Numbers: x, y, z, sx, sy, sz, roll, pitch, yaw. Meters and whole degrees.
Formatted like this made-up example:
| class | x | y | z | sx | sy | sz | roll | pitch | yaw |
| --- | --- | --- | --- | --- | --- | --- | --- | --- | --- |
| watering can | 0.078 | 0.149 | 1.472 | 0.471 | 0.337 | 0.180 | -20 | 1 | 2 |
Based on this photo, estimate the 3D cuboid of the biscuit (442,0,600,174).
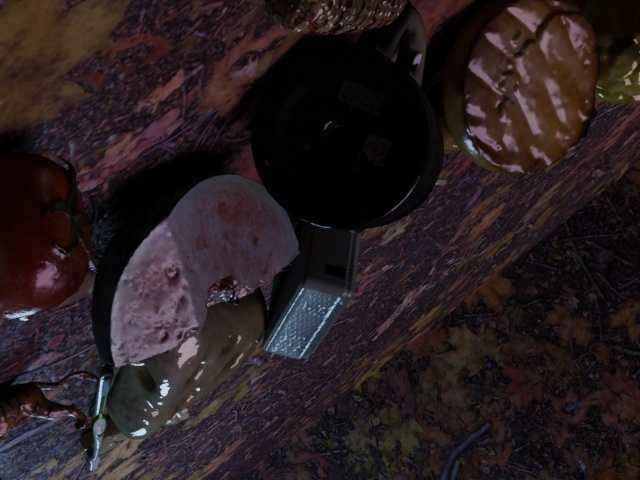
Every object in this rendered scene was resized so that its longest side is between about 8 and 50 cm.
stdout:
| class | x | y | z | sx | sy | sz | roll | pitch | yaw |
| --- | --- | --- | --- | --- | --- | --- | --- | --- | --- |
| biscuit | 0.313 | -0.250 | 1.808 | 0.296 | 0.102 | 0.296 | -11 | 110 | -32 |

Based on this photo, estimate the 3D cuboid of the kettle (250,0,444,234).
| class | x | y | z | sx | sy | sz | roll | pitch | yaw |
| --- | --- | --- | --- | --- | --- | --- | --- | --- | --- |
| kettle | 0.071 | -0.164 | 1.540 | 0.324 | 0.228 | 0.321 | 5 | 101 | -76 |

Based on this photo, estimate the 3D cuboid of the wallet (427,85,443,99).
| class | x | y | z | sx | sy | sz | roll | pitch | yaw |
| --- | --- | --- | --- | --- | --- | --- | --- | --- | --- |
| wallet | 0.187 | -0.206 | 1.969 | 0.250 | 0.044 | 0.149 | -37 | 168 | -16 |

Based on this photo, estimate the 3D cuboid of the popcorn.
| class | x | y | z | sx | sy | sz | roll | pitch | yaw |
| --- | --- | --- | --- | --- | --- | --- | --- | --- | --- |
| popcorn | 0.527 | -0.367 | 1.954 | 0.215 | 0.252 | 0.286 | 106 | 3 | -80 |

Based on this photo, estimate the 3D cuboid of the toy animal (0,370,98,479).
| class | x | y | z | sx | sy | sz | roll | pitch | yaw |
| --- | --- | --- | --- | --- | --- | --- | --- | --- | --- |
| toy animal | -0.431 | 0.241 | 1.638 | 0.255 | 0.114 | 0.116 | -33 | 121 | -44 |

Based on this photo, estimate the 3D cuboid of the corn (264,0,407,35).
| class | x | y | z | sx | sy | sz | roll | pitch | yaw |
| --- | --- | --- | --- | --- | --- | --- | --- | --- | --- |
| corn | 0.029 | -0.275 | 1.294 | 0.086 | 0.086 | 0.253 | -49 | 164 | 28 |

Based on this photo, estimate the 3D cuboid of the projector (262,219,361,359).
| class | x | y | z | sx | sy | sz | roll | pitch | yaw |
| --- | --- | --- | --- | --- | --- | --- | --- | --- | --- |
| projector | -0.011 | 0.066 | 1.961 | 0.257 | 0.099 | 0.192 | 120 | -19 | -53 |

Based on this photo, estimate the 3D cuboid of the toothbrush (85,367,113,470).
| class | x | y | z | sx | sy | sz | roll | pitch | yaw |
| --- | --- | --- | --- | --- | --- | --- | --- | --- | --- |
| toothbrush | -0.382 | 0.313 | 1.991 | 0.030 | 0.030 | 0.304 | -30 | 154 | -36 |

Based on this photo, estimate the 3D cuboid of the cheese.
| class | x | y | z | sx | sy | sz | roll | pitch | yaw |
| --- | --- | --- | --- | --- | --- | --- | --- | --- | --- |
| cheese | -0.188 | 0.146 | 1.875 | 0.328 | 0.129 | 0.351 | -37 | 165 | -37 |

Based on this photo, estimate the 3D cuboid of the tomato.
| class | x | y | z | sx | sy | sz | roll | pitch | yaw |
| --- | --- | --- | --- | --- | --- | --- | --- | --- | --- |
| tomato | -0.301 | -0.005 | 1.131 | 0.167 | 0.167 | 0.167 | -38 | 165 | -12 |

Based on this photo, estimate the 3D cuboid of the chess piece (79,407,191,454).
| class | x | y | z | sx | sy | sz | roll | pitch | yaw |
| --- | --- | --- | --- | --- | --- | --- | --- | --- | --- |
| chess piece | -0.347 | 0.336 | 2.135 | 0.200 | 0.090 | 0.090 | -28 | 163 | -8 |

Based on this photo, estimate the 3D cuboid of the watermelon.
| class | x | y | z | sx | sy | sz | roll | pitch | yaw |
| --- | --- | --- | --- | --- | --- | --- | --- | --- | --- |
| watermelon | -0.195 | 0.009 | 1.486 | 0.175 | 0.188 | 0.322 | 3 | -156 | 35 |

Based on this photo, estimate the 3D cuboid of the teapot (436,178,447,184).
| class | x | y | z | sx | sy | sz | roll | pitch | yaw |
| --- | --- | --- | --- | --- | --- | --- | --- | --- | --- |
| teapot | 0.173 | -0.121 | 1.955 | 0.064 | 0.083 | 0.064 | -20 | 145 | -49 |

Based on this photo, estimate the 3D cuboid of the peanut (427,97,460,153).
| class | x | y | z | sx | sy | sz | roll | pitch | yaw |
| --- | --- | --- | --- | --- | --- | --- | --- | --- | --- |
| peanut | 0.160 | -0.172 | 1.826 | 0.226 | 0.108 | 0.095 | -11 | 157 | -42 |
